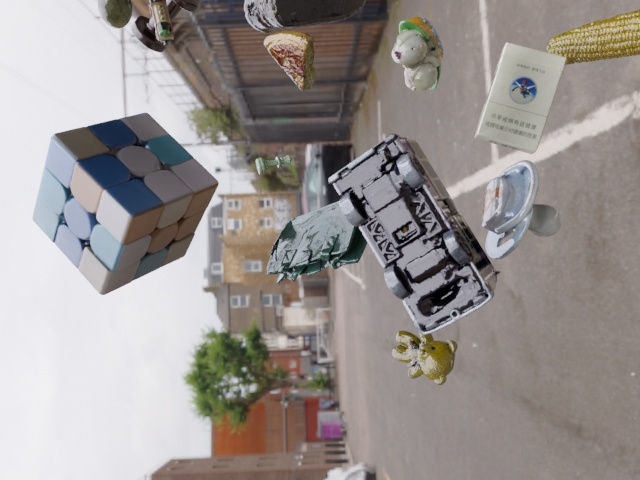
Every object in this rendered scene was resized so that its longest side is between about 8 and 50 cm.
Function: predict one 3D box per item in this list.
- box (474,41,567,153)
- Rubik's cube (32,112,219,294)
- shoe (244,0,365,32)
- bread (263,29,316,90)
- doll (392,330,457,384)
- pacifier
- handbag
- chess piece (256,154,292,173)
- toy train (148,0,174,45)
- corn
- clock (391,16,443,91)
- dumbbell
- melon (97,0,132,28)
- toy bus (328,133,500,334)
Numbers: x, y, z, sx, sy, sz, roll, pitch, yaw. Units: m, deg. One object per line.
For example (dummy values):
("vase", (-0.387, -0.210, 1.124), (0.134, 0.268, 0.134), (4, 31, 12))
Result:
("box", (0.528, -0.376, 1.701), (0.069, 0.164, 0.257), (-5, -67, -82))
("Rubik's cube", (-0.568, -0.116, 1.860), (0.347, 0.346, 0.344), (-33, -19, -51))
("shoe", (-0.050, -0.761, 2.016), (0.237, 0.384, 0.171), (21, 132, 52))
("bread", (-0.070, -0.424, 1.437), (0.054, 0.136, 0.154), (-48, -20, -28))
("doll", (0.267, 0.305, 1.723), (0.209, 0.097, 0.137), (9, 75, 49))
("pacifier", (0.527, -0.071, 1.637), (0.227, 0.207, 0.279), (-45, 27, 57))
("handbag", (0.000, -0.001, 1.865), (0.089, 0.326, 0.239), (49, -135, -28))
("chess piece", (-0.117, -0.200, 1.643), (0.042, 0.093, 0.042), (165, 90, -76))
("toy train", (-0.417, -0.585, 1.675), (0.087, 0.050, 0.138), (145, 112, -77))
("corn", (0.805, -0.558, 1.758), (0.120, 0.363, 0.121), (-2, -87, -46))
("clock", (0.265, -0.500, 1.747), (0.144, 0.103, 0.231), (-56, -48, -18))
("dumbbell", (-0.491, -0.720, 2.035), (0.225, 0.124, 0.140), (-39, 28, 29))
("melon", (-0.595, -0.676, 1.853), (0.131, 0.098, 0.098), (108, 164, -53))
("toy bus", (0.239, -0.017, 1.556), (0.440, 0.209, 0.249), (59, -157, 8))
